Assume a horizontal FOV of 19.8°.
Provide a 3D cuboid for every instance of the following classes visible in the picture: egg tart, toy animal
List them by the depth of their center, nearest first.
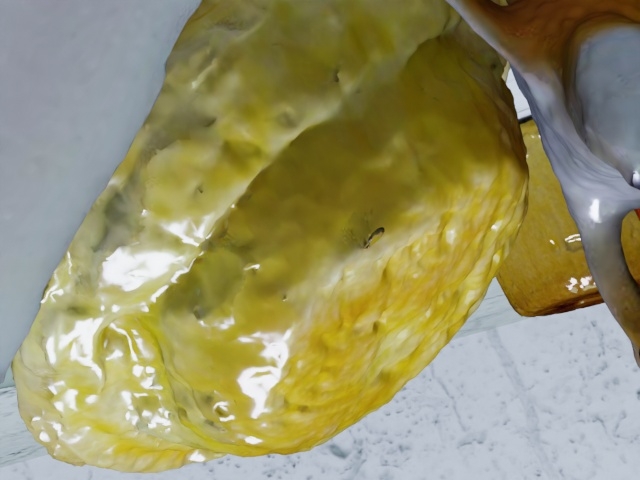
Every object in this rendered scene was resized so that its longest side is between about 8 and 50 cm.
[{"bbox_3d":[0.082,-0.077,0.668,0.225,0.302,0.284,-20,164,9],"label":"toy animal"},{"bbox_3d":[0.000,0.000,0.852,0.319,0.128,0.319,-34,148,-25],"label":"egg tart"},{"bbox_3d":[0.212,-0.021,1.522,0.202,0.147,0.202,-14,172,-2],"label":"egg tart"}]

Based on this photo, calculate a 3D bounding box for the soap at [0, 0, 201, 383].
[{"bbox_3d":[-0.084,-0.077,0.494,0.302,0.258,0.159,-20,167,21],"label":"soap"}]

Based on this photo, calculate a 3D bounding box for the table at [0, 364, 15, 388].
[{"bbox_3d":[-0.170,0.031,1.305,0.220,0.126,0.126,-9,168,-34],"label":"table"}]

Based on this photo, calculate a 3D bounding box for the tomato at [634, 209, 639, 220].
[{"bbox_3d":[0.278,-0.108,0.830,0.341,0.273,0.341,-30,-163,10],"label":"tomato"}]
